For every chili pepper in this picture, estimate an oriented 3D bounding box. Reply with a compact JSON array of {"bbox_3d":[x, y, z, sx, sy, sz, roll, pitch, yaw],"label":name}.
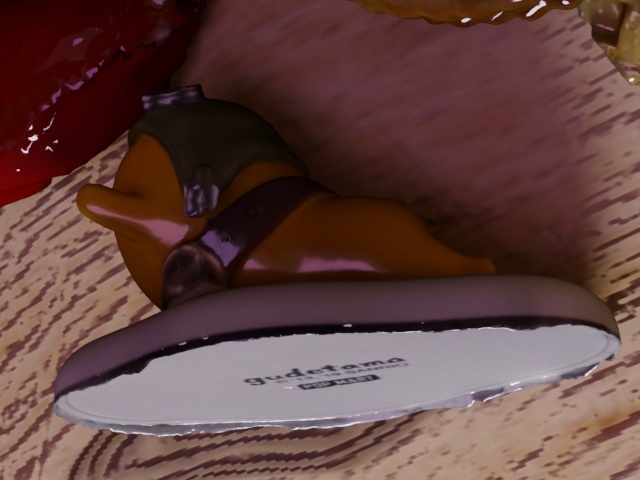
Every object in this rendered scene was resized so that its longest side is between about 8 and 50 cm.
[{"bbox_3d":[-0.218,-0.052,0.772,0.388,0.110,0.110,-17,101,28],"label":"chili pepper"}]

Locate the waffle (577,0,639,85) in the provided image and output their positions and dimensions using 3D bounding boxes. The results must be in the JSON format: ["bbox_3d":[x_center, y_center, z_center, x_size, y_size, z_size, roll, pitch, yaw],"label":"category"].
[{"bbox_3d":[0.113,-0.086,0.614,0.191,0.032,0.125,23,123,23],"label":"waffle"}]

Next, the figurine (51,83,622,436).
[{"bbox_3d":[0.000,0.000,0.682,0.250,0.166,0.141,-6,69,7],"label":"figurine"}]

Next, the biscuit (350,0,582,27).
[{"bbox_3d":[0.053,-0.186,0.562,0.221,0.066,0.220,4,99,28],"label":"biscuit"}]
